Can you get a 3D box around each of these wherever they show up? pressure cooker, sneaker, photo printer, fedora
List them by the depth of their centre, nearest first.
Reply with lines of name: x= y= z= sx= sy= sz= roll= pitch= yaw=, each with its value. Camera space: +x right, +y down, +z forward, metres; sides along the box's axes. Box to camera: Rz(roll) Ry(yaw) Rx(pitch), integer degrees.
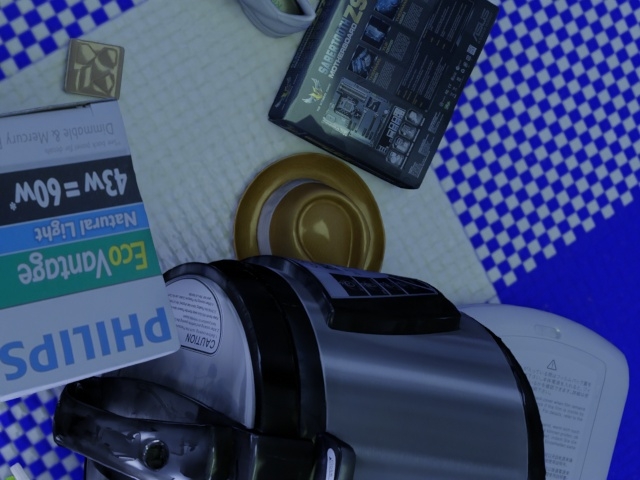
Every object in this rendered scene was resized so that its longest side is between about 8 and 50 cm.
pressure cooker: x=-0.040 y=0.210 z=1.367 sx=0.420 sy=0.375 sz=0.370 roll=13 pitch=134 yaw=-32
sneaker: x=-0.089 y=-0.294 z=1.487 sx=0.212 sy=0.094 sz=0.080 roll=34 pitch=83 yaw=-20
fedora: x=0.000 y=0.000 z=1.553 sx=0.194 sy=0.079 sz=0.194 roll=-2 pitch=95 yaw=-22
photo printer: x=0.217 y=0.230 z=1.643 sx=0.256 sy=0.107 sz=0.307 roll=14 pitch=88 yaw=-23

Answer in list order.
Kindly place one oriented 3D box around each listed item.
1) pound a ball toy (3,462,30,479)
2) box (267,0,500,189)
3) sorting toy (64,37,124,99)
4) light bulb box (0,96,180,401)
pound a ball toy: x=-0.298 y=0.356 z=1.283 sx=0.208 sy=0.319 sz=0.135 roll=-32 pitch=135 yaw=-18
box: x=0.071 y=-0.198 z=1.578 sx=0.183 sy=0.059 sz=0.232 roll=25 pitch=85 yaw=-22
sorting toy: x=-0.238 y=-0.165 z=1.480 sx=0.062 sy=0.012 sz=0.083 roll=7 pitch=88 yaw=-27
light bulb box: x=-0.375 y=0.047 z=1.185 sx=0.358 sy=0.361 sz=0.225 roll=-12 pitch=86 yaw=-41
